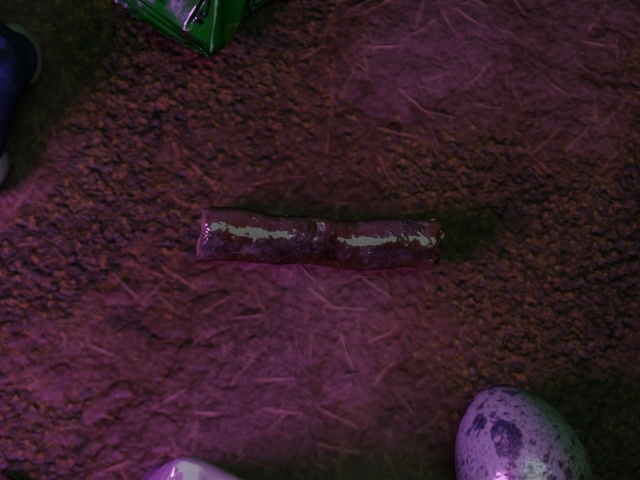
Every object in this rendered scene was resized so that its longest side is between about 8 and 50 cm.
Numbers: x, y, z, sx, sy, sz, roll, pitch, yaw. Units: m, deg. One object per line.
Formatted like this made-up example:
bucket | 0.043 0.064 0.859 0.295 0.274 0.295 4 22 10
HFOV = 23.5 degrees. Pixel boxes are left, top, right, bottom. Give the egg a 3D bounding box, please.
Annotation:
egg | 0.197 0.222 1.524 0.132 0.132 0.172 -12 65 -15

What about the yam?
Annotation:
yam | 0.000 0.000 1.594 0.253 0.061 0.061 3 72 -10

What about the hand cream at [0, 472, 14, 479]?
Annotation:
hand cream | -0.322 0.299 1.443 0.062 0.039 0.163 29 63 0

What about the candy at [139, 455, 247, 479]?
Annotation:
candy | -0.024 0.332 1.405 0.359 0.208 0.145 28 75 -3

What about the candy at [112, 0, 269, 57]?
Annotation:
candy | -0.105 -0.287 1.658 0.141 0.078 0.203 43 64 4

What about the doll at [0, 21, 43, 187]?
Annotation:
doll | -0.417 -0.173 1.527 0.258 0.154 0.228 17 73 1
